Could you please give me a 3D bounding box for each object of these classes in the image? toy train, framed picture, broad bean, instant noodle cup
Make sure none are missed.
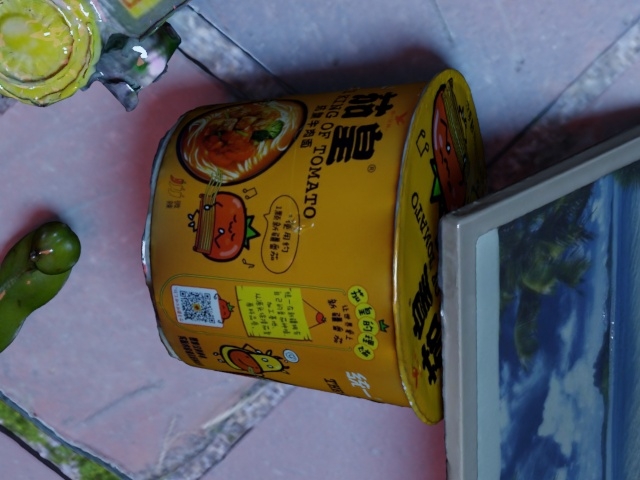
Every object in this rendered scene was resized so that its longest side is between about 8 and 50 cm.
[{"bbox_3d":[-0.162,-0.202,1.089,0.177,0.134,0.261,-34,108,24],"label":"toy train"},{"bbox_3d":[0.161,0.086,1.164,0.024,0.232,0.315,28,132,42],"label":"framed picture"},{"bbox_3d":[-0.228,0.051,1.282,0.048,0.070,0.213,48,126,2],"label":"broad bean"},{"bbox_3d":[0.000,0.000,1.142,0.172,0.216,0.216,2,119,18],"label":"instant noodle cup"}]
